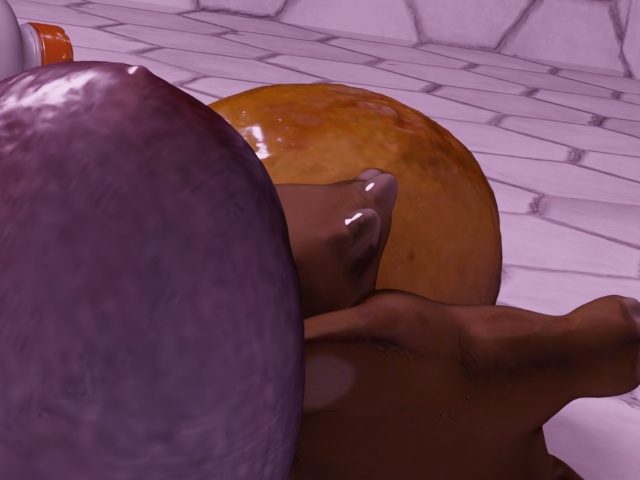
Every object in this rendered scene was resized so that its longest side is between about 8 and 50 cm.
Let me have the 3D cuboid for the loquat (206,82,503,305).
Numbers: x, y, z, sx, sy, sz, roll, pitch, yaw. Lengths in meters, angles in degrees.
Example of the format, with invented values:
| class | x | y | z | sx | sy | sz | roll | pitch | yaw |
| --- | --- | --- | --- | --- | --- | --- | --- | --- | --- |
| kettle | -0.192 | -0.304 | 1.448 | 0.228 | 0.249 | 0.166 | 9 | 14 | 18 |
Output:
| class | x | y | z | sx | sy | sz | roll | pitch | yaw |
| --- | --- | --- | --- | --- | --- | --- | --- | --- | --- |
| loquat | 0.000 | 0.000 | 1.147 | 0.238 | 0.193 | 0.238 | 13 | -8 | 2 |

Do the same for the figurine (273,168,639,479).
| class | x | y | z | sx | sy | sz | roll | pitch | yaw |
| --- | --- | --- | --- | --- | --- | --- | --- | --- | --- |
| figurine | 0.017 | 0.053 | 0.959 | 0.247 | 0.177 | 0.173 | -5 | 34 | -15 |

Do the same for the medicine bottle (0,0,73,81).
| class | x | y | z | sx | sy | sz | roll | pitch | yaw |
| --- | --- | --- | --- | --- | --- | --- | --- | --- | --- |
| medicine bottle | -0.366 | -0.154 | 1.681 | 0.289 | 0.157 | 0.157 | 4 | 13 | -30 |

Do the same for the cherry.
| class | x | y | z | sx | sy | sz | roll | pitch | yaw |
| --- | --- | --- | --- | --- | --- | --- | --- | --- | --- |
| cherry | -0.108 | 0.050 | 0.786 | 0.213 | 0.266 | 0.183 | 29 | 24 | 10 |
